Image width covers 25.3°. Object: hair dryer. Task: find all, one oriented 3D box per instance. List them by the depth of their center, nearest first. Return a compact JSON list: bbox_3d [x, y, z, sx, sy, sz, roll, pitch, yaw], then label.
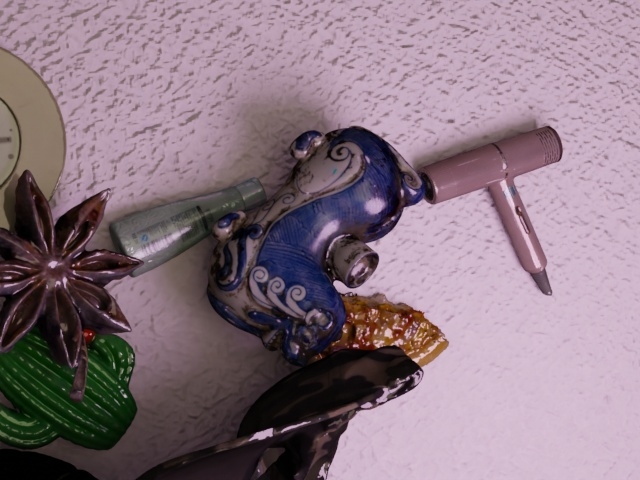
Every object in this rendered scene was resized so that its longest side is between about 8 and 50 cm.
[{"bbox_3d":[0.235,-0.019,1.860,0.195,0.053,0.220,-18,107,-19],"label":"hair dryer"}]

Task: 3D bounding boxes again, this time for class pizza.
[{"bbox_3d":[0.050,0.121,1.781,0.246,0.058,0.127,20,85,-25],"label":"pizza"}]

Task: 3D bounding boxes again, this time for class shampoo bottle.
[{"bbox_3d":[-0.154,-0.024,1.696,0.190,0.041,0.069,-25,97,-19],"label":"shampoo bottle"}]

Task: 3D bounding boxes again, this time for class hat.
[{"bbox_3d":[-0.074,0.245,1.596,0.381,0.257,0.366,11,116,-33],"label":"hat"}]

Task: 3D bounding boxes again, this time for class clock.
[{"bbox_3d":[-0.403,-0.109,1.597,0.235,0.029,0.235,-1,92,-22],"label":"clock"}]

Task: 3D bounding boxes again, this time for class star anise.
[{"bbox_3d":[-0.298,0.053,1.579,0.230,0.081,0.262,-7,80,-40],"label":"star anise"}]

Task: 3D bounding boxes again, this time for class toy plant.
[{"bbox_3d":[-0.321,0.160,1.613,0.240,0.088,0.155,14,82,-22],"label":"toy plant"}]

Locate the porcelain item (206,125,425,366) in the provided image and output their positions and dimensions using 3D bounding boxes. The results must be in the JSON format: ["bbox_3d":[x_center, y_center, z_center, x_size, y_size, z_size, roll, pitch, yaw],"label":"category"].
[{"bbox_3d":[0.000,0.000,1.670,0.186,0.138,0.288,40,75,23],"label":"porcelain item"}]

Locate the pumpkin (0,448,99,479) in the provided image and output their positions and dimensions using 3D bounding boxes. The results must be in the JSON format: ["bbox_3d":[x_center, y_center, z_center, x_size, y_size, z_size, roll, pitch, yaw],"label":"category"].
[{"bbox_3d":[-0.332,0.369,1.562,0.296,0.296,0.296,-2,94,-22],"label":"pumpkin"}]
